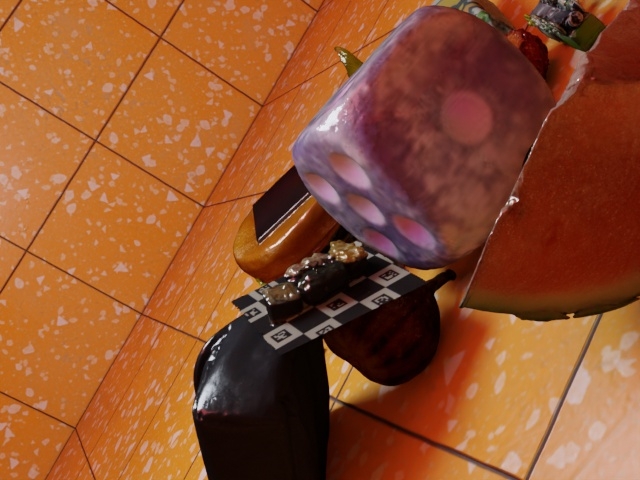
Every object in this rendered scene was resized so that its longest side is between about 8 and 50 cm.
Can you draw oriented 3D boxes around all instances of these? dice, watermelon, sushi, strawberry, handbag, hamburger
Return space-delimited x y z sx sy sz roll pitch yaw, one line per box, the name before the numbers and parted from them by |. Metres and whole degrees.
dice | 0.143 -0.138 1.100 0.270 0.270 0.271 -50 9 -17
watermelon | 0.317 -0.064 0.752 0.319 0.222 0.292 -40 -29 -51
sushi | -0.002 0.049 1.046 0.215 0.050 0.192 -25 26 -17
strawberry | 0.306 -0.263 1.247 0.145 0.086 0.145 -49 18 22
handbag | -0.085 0.239 1.104 0.275 0.178 0.302 -84 -10 -52
hamburger | 0.000 0.000 1.390 0.291 0.225 0.291 -41 25 24

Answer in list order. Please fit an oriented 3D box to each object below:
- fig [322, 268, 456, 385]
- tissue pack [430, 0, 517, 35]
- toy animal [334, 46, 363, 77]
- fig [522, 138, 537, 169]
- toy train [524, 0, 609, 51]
fig | 0.104 0.116 1.073 0.202 0.148 0.149 -26 59 9
tissue pack | 0.246 -0.342 1.464 0.228 0.128 0.311 -52 18 23
toy animal | 0.116 -0.393 1.964 0.155 0.219 0.095 -22 -2 -5
fig | 0.320 -0.114 0.934 0.177 0.117 0.117 -55 18 10
toy train | 0.375 -0.337 1.211 0.060 0.081 0.202 -52 12 16
